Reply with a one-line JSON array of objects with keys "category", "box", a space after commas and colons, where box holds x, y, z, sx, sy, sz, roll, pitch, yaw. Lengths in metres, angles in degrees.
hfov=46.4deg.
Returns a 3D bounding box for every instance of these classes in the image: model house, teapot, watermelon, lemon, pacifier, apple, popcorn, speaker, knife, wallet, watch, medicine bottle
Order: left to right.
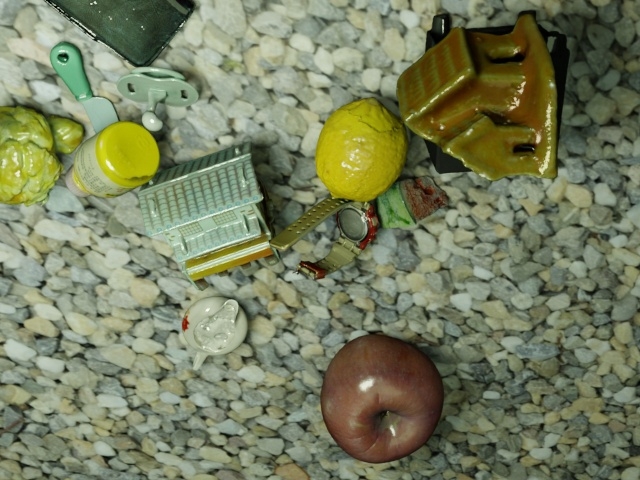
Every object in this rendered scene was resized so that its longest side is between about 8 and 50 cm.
[{"category": "popcorn", "box": [-0.545, -0.162, 1.385, 0.198, 0.212, 0.198, 27, 136, 29]}, {"category": "knife", "box": [-0.429, -0.256, 1.420, 0.063, 0.035, 0.260, -22, 126, 0]}, {"category": "wallet", "box": [-0.391, -0.449, 1.296, 0.318, 0.045, 0.172, 36, 113, -26]}, {"category": "medicine bottle", "box": [-0.403, -0.137, 1.401, 0.212, 0.122, 0.122, -17, 128, 46]}, {"category": "pacifier", "box": [-0.301, -0.259, 1.372, 0.150, 0.117, 0.127, 9, 159, -14]}, {"category": "teapot", "box": [-0.237, 0.195, 1.657, 0.145, 0.092, 0.226, 20, 117, -13]}, {"category": "model house", "box": [-0.198, -0.056, 1.430, 0.224, 0.198, 0.215, -18, 140, 7]}, {"category": "watch", "box": [0.005, 0.001, 1.482, 0.268, 0.102, 0.165, -35, 141, -36]}, {"category": "lemon", "box": [0.078, -0.169, 1.425, 0.180, 0.180, 0.193, 19, 87, -15]}, {"category": "apple", "box": [0.137, 0.352, 1.698, 0.305, 0.235, 0.306, -3, 118, -6]}, {"category": "watermelon", "box": [0.193, -0.084, 1.528, 0.158, 0.121, 0.098, -14, 98, -1]}, {"category": "model house", "box": [0.246, -0.217, 1.191, 0.239, 0.268, 0.173, -2, 138, -1]}, {"category": "speaker", "box": [0.318, -0.276, 1.382, 0.232, 0.184, 0.254, -3, 122, -3]}]
